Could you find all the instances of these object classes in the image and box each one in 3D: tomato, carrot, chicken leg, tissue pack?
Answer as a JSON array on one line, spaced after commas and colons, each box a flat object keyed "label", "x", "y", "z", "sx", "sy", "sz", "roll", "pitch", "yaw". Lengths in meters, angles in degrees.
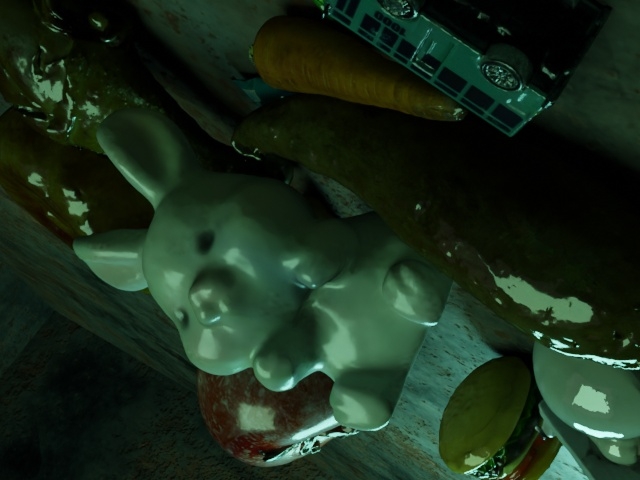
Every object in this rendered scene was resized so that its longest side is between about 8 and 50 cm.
[{"label": "tomato", "x": -0.036, "y": 0.167, "z": 1.315, "sx": 0.270, "sy": 0.270, "sz": 0.227, "roll": 97, "pitch": 151, "yaw": -70}, {"label": "carrot", "x": 0.026, "y": -0.128, "z": 0.738, "sx": 0.257, "sy": 0.061, "sz": 0.061, "roll": 24, "pitch": 160, "yaw": 49}, {"label": "chicken leg", "x": -0.218, "y": -0.135, "z": 1.060, "sx": 0.361, "sy": 0.140, "sz": 0.211, "roll": 45, "pitch": 152, "yaw": -17}, {"label": "tissue pack", "x": -0.024, "y": -0.122, "z": 0.929, "sx": 0.138, "sy": 0.028, "sz": 0.085, "roll": 4, "pitch": 144, "yaw": 52}]

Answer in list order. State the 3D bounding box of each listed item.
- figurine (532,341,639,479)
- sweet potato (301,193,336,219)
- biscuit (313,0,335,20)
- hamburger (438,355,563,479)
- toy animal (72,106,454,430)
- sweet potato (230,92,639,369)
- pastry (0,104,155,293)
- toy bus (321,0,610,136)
[{"label": "figurine", "x": 0.257, "y": 0.131, "z": 0.906, "sx": 0.145, "sy": 0.181, "sz": 0.256, "roll": -15, "pitch": 135, "yaw": 11}, {"label": "sweet potato", "x": 0.000, "y": 0.000, "z": 1.148, "sx": 0.206, "sy": 0.060, "sz": 0.068, "roll": 65, "pitch": -177, "yaw": -49}, {"label": "biscuit", "x": 0.015, "y": -0.186, "z": 0.711, "sx": 0.046, "sy": 0.016, "sz": 0.089, "roll": 40, "pitch": 162, "yaw": -19}, {"label": "hamburger", "x": 0.211, "y": 0.213, "z": 1.153, "sx": 0.115, "sy": 0.162, "sz": 0.162, "roll": 34, "pitch": 163, "yaw": -11}, {"label": "toy animal", "x": -0.054, "y": 0.016, "z": 0.953, "sx": 0.368, "sy": 0.196, "sz": 0.241, "roll": 18, "pitch": -158, "yaw": -5}, {"label": "sweet potato", "x": 0.103, "y": -0.032, "z": 0.770, "sx": 0.423, "sy": 0.130, "sz": 0.130, "roll": 30, "pitch": 161, "yaw": 22}, {"label": "pastry", "x": -0.296, "y": -0.062, "z": 1.362, "sx": 0.356, "sy": 0.164, "sz": 0.356, "roll": 36, "pitch": 167, "yaw": 9}, {"label": "toy bus", "x": 0.080, "y": -0.142, "z": 0.609, "sx": 0.160, "sy": 0.079, "sz": 0.092, "roll": 34, "pitch": 164, "yaw": -1}]
